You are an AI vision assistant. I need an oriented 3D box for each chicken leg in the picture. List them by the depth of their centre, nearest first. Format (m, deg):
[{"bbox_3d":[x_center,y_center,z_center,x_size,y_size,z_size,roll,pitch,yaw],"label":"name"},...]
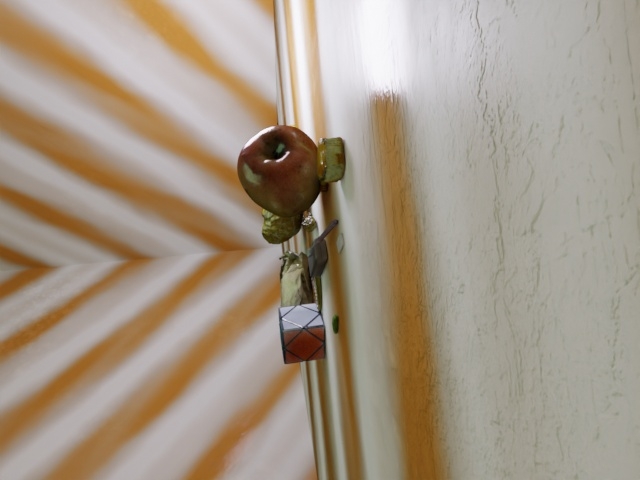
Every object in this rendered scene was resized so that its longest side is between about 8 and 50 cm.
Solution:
[{"bbox_3d":[-0.052,-0.087,1.943,0.178,0.070,0.093,-81,-7,-87],"label":"chicken leg"}]

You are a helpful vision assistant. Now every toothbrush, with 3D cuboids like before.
[{"bbox_3d":[0.000,0.000,1.563,0.354,0.024,0.029,131,128,-63],"label":"toothbrush"}]

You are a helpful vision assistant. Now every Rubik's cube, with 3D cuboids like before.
[{"bbox_3d":[-0.093,0.451,2.026,0.205,0.207,0.205,-113,19,-64],"label":"Rubik's cube"}]

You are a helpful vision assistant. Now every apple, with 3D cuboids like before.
[{"bbox_3d":[-0.140,-0.264,1.616,0.305,0.339,0.338,59,-161,-62],"label":"apple"}]

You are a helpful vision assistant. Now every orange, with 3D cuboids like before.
[{"bbox_3d":[-0.211,-0.142,2.366,0.271,0.210,0.368,-41,-40,-52],"label":"orange"}]

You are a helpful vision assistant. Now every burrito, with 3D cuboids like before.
[{"bbox_3d":[-0.127,0.219,2.283,0.190,0.135,0.331,0,92,45],"label":"burrito"}]

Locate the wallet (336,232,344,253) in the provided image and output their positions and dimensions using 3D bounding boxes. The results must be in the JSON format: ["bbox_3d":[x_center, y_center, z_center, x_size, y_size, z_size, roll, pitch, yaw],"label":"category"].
[{"bbox_3d":[0.066,0.010,1.391,0.083,0.011,0.044,105,158,-66],"label":"wallet"}]

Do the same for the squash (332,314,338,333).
[{"bbox_3d":[0.057,0.323,1.584,0.027,0.027,0.089,-114,19,-64],"label":"squash"}]

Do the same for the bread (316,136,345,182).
[{"bbox_3d":[0.031,-0.250,1.279,0.128,0.069,0.140,-153,61,-78],"label":"bread"}]

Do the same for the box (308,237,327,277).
[{"bbox_3d":[-0.013,0.079,1.791,0.243,0.055,0.103,108,156,-67],"label":"box"}]

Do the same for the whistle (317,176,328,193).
[{"bbox_3d":[0.009,-0.217,1.534,0.109,0.046,0.057,91,157,-65],"label":"whistle"}]

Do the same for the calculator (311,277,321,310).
[{"bbox_3d":[-0.019,0.223,1.995,0.157,0.033,0.236,-120,24,-68],"label":"calculator"}]

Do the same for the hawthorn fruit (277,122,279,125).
[{"bbox_3d":[-0.237,-0.626,2.494,0.157,0.157,0.194,111,150,-70],"label":"hawthorn fruit"}]

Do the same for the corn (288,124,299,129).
[{"bbox_3d":[-0.161,-0.563,2.259,0.293,0.106,0.106,-174,79,-78],"label":"corn"}]
